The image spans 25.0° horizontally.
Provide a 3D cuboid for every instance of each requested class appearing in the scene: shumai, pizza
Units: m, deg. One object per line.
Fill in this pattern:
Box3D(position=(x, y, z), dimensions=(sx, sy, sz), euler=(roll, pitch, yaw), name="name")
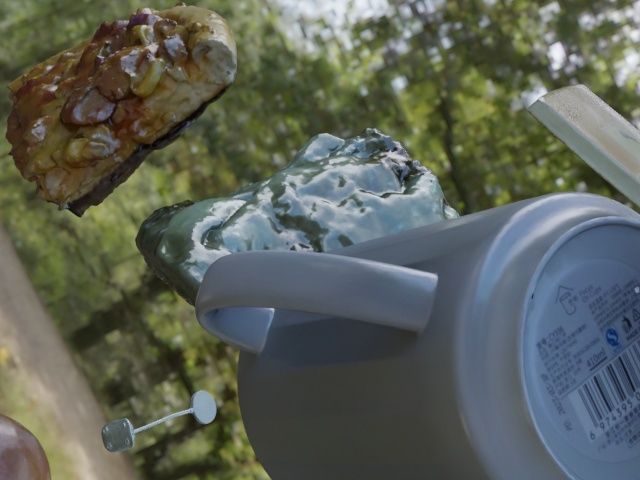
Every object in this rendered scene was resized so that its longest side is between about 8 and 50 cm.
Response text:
Box3D(position=(0.000, 0.000, 1.398), dimensions=(0.309, 0.263, 0.304), euler=(37, -8, 28), name="shumai")
Box3D(position=(-0.241, -0.155, 1.595), dimensions=(0.114, 0.277, 0.409), euler=(48, -26, -26), name="pizza")

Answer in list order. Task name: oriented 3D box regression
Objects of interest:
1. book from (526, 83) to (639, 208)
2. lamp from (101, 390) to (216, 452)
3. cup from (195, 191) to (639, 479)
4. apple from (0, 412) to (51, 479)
Box3D(position=(0.415, -0.045, 1.648), dimensions=(0.389, 0.032, 0.269), euler=(42, 21, 11), name="book")
Box3D(position=(-0.235, 0.268, 2.149), dimensions=(0.056, 0.198, 0.050), euler=(-23, -97, 39), name="lamp")
Box3D(position=(0.083, 0.082, 1.068), dimensions=(0.323, 0.236, 0.327), euler=(27, -21, -26), name="cup")
Box3D(position=(-0.452, 0.306, 1.721), dimensions=(0.253, 0.254, 0.253), euler=(62, -9, 17), name="apple")
